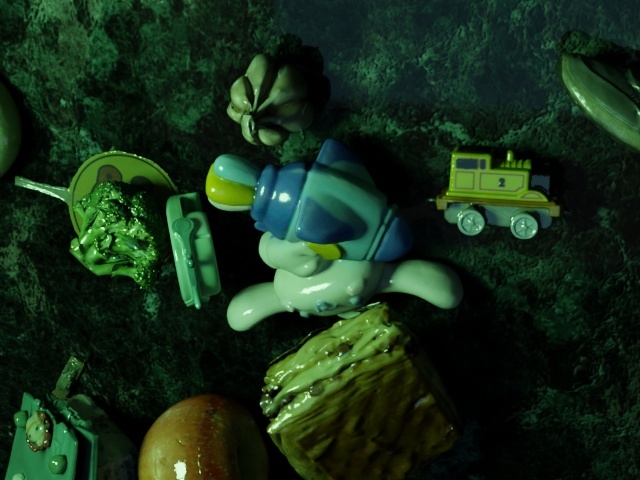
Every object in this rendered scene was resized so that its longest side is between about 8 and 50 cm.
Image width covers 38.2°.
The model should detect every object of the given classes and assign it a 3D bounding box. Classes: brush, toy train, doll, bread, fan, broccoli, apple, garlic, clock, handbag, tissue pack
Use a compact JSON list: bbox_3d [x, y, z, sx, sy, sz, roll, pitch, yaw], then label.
[{"bbox_3d":[-0.509,0.299,1.805,0.034,0.027,0.190,34,121,0],"label":"brush"},{"bbox_3d":[0.264,-0.074,1.358,0.219,0.089,0.127,5,107,15],"label":"toy train"},{"bbox_3d":[0.002,0.006,1.401,0.376,0.187,0.365,-20,131,-1],"label":"doll"},{"bbox_3d":[0.061,0.256,1.486,0.277,0.167,0.324,-34,128,5],"label":"bread"},{"bbox_3d":[-0.374,-0.058,1.592,0.335,0.011,0.229,15,118,8],"label":"fan"},{"bbox_3d":[-0.323,-0.009,1.502,0.195,0.156,0.195,38,162,15],"label":"broccoli"},{"bbox_3d":[-0.206,0.413,1.645,0.206,0.251,0.271,-17,88,24],"label":"apple"},{"bbox_3d":[-0.083,-0.199,1.341,0.127,0.194,0.131,-29,98,17],"label":"garlic"},{"bbox_3d":[-0.201,0.027,1.473,0.066,0.211,0.159,-11,117,-8],"label":"clock"},{"bbox_3d":[-0.481,0.425,1.618,0.269,0.100,0.274,20,105,54],"label":"handbag"},{"bbox_3d":[-0.426,0.483,1.777,0.245,0.123,0.332,29,131,44],"label":"tissue pack"}]

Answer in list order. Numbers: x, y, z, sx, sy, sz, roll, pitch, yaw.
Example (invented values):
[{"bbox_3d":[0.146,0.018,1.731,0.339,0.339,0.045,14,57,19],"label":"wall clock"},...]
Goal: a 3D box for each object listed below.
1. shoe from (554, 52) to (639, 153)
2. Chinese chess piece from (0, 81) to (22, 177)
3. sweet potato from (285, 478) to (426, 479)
[{"bbox_3d":[0.483,-0.187,1.218,0.337,0.132,0.171,30,116,-3],"label":"shoe"},{"bbox_3d":[-0.619,-0.191,1.551,0.238,0.092,0.237,7,119,13],"label":"Chinese chess piece"},{"bbox_3d":[0.045,0.471,1.710,0.315,0.066,0.072,-10,73,22],"label":"sweet potato"}]
